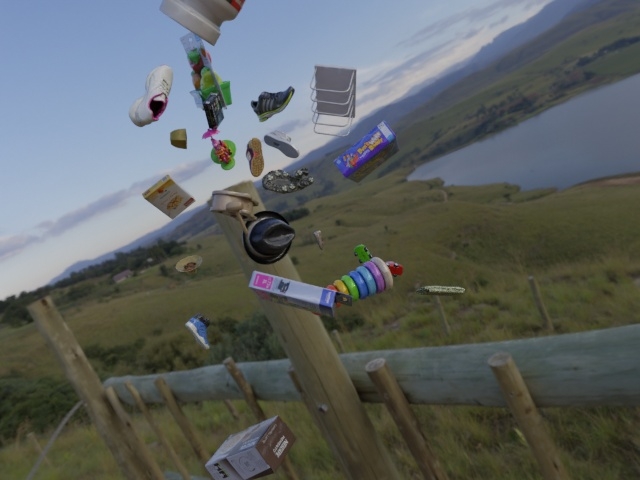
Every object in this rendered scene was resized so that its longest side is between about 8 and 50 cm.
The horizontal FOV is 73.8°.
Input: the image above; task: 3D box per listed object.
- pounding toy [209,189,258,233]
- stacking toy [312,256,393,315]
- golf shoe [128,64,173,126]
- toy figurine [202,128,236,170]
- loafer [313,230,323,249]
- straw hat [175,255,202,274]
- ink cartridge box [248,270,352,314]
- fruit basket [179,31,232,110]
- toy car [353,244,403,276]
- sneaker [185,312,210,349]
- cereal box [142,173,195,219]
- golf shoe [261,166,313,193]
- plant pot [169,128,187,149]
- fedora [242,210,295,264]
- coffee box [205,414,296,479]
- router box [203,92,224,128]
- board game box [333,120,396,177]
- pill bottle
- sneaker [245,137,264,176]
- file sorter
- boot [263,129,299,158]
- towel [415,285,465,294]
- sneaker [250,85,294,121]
[{"bbox_3d":[-0.342,-0.103,1.652,0.154,0.155,0.269,4,-8,7],"label":"pounding toy"},{"bbox_3d":[0.102,0.188,1.607,0.330,0.141,0.141,-24,7,-15],"label":"stacking toy"},{"bbox_3d":[-0.676,-0.606,1.786,0.140,0.307,0.115,7,-21,31],"label":"golf shoe"},{"bbox_3d":[-0.459,-0.418,1.893,0.130,0.173,0.159,-26,-25,4],"label":"toy figurine"},{"bbox_3d":[0.000,0.000,2.345,0.039,0.125,0.045,-29,39,-10],"label":"loafer"},{"bbox_3d":[-0.656,0.140,2.155,0.144,0.061,0.145,-9,30,5],"label":"straw hat"},{"bbox_3d":[-0.055,0.178,1.337,0.310,0.065,0.186,11,-18,7],"label":"ink cartridge box"},{"bbox_3d":[-0.571,-0.797,2.037,0.165,0.353,0.327,-35,31,-18],"label":"fruit basket"},{"bbox_3d":[0.221,0.102,1.903,0.238,0.225,0.053,-27,23,16],"label":"toy car"},{"bbox_3d":[-0.455,0.351,1.665,0.058,0.152,0.084,6,42,44],"label":"sneaker"},{"bbox_3d":[-0.802,-0.228,2.276,0.173,0.047,0.240,-39,-31,0],"label":"cereal box"},{"bbox_3d":[-0.149,-0.230,1.781,0.272,0.105,0.120,-15,-12,-47],"label":"golf shoe"},{"bbox_3d":[-0.759,-0.542,2.277,0.083,0.082,0.081,-3,-24,-13],"label":"plant pot"},{"bbox_3d":[-0.257,-0.020,2.334,0.334,0.334,0.152,-30,16,-37],"label":"fedora"},{"bbox_3d":[-0.214,0.646,1.301,0.246,0.098,0.141,-34,3,31],"label":"coffee box"},{"bbox_3d":[-0.453,-0.550,1.812,0.038,0.123,0.092,7,49,9],"label":"router box"},{"bbox_3d":[0.195,-0.339,1.701,0.233,0.078,0.347,-37,-4,12],"label":"board game box"},{"bbox_3d":[-0.285,-0.752,1.177,0.363,0.210,0.210,-57,-1,14],"label":"pill bottle"},{"bbox_3d":[-0.306,-0.374,1.965,0.069,0.186,0.083,5,-13,-31],"label":"sneaker"},{"bbox_3d":[0.057,-0.645,1.992,0.192,0.278,0.173,9,59,9],"label":"file sorter"},{"bbox_3d":[-0.205,-0.586,2.546,0.123,0.258,0.095,-43,-22,-40],"label":"boot"},{"bbox_3d":[0.421,0.177,1.504,0.147,0.027,0.110,4,-12,-8],"label":"towel"},{"bbox_3d":[-0.254,-0.723,2.212,0.299,0.121,0.111,-19,39,40],"label":"sneaker"}]
